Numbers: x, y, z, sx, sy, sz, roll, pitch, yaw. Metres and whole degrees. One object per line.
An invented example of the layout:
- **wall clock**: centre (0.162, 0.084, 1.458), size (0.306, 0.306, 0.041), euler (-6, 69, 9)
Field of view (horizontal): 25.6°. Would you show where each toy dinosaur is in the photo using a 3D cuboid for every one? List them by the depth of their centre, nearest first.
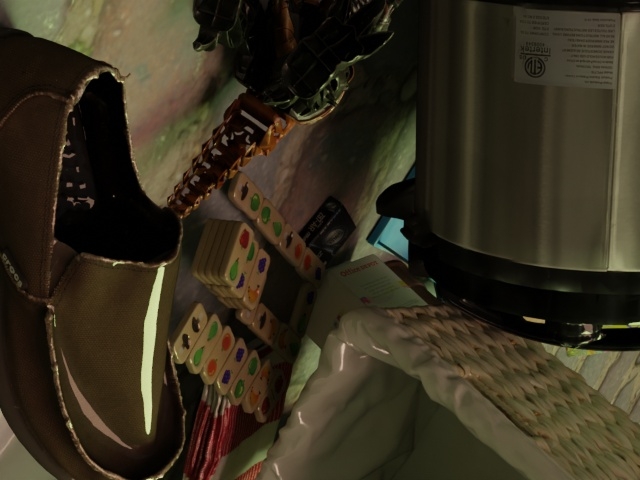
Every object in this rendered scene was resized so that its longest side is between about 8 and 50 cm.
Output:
- **toy dinosaur**: centre (-0.014, -0.157, 1.193), size (0.218, 0.164, 0.322), euler (63, 42, -79)

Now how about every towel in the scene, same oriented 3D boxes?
- **towel**: centre (-0.097, 0.265, 1.531), size (0.237, 0.037, 0.329), euler (-27, 132, -69)

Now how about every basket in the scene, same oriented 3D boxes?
- **basket**: centre (0.142, 0.270, 1.452), size (0.266, 0.328, 0.331), euler (-9, 133, -52)

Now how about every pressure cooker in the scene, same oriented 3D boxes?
- **pressure cooker**: centre (0.267, -0.091, 1.395), size (0.375, 0.370, 0.420), euler (-10, 109, -28)

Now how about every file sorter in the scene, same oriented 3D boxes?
- **file sorter**: centre (0.160, -0.035, 1.671), size (0.170, 0.104, 0.118), euler (-58, 155, 5)

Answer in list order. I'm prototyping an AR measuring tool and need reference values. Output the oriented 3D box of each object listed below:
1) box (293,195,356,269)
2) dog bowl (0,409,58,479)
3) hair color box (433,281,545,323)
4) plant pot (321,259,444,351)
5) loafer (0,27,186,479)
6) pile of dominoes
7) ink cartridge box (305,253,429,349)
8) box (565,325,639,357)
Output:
- **box**: centre (0.000, 0.000, 1.534), size (0.083, 0.018, 0.067), euler (-51, 154, -10)
- **dog bowl**: centre (-0.286, 0.164, 1.138), size (0.265, 0.104, 0.265), euler (-41, 151, -29)
- **hair color box**: centre (0.288, 0.034, 1.886), size (0.347, 0.105, 0.174), euler (-21, 100, -49)
- **plant pot**: centre (0.115, 0.138, 1.729), size (0.167, 0.165, 0.167), euler (-40, 150, -28)
- **loafer**: centre (-0.164, 0.030, 0.999), size (0.134, 0.130, 0.366), euler (-41, 125, -45)
- **pile of dominoes**: centre (-0.054, 0.065, 1.387), size (0.251, 0.040, 0.196), euler (49, 53, -57)
- **ink cartridge box**: centre (0.052, 0.089, 1.596), size (0.092, 0.143, 0.090), euler (-17, 144, -51)
- **box**: centre (0.380, -0.044, 1.731), size (0.279, 0.177, 0.290), euler (-34, 111, -66)
